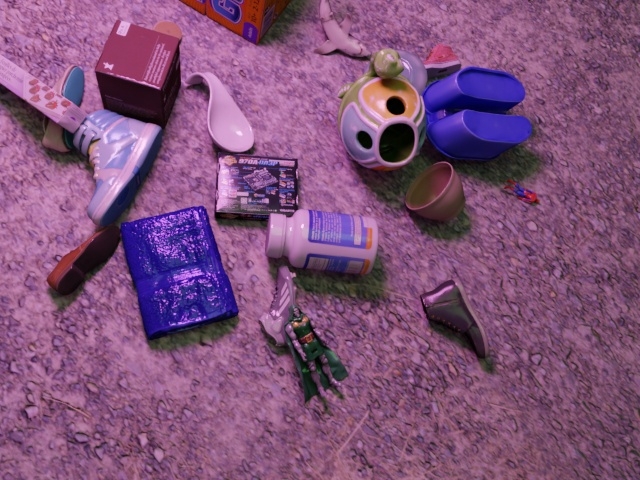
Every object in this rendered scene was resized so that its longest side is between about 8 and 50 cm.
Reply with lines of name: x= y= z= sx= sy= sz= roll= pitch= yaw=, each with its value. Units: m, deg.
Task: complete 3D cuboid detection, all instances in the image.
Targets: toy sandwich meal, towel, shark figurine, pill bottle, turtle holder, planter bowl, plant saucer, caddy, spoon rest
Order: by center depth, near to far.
towel: x=-0.349 y=0.070 z=1.496 sx=0.228 sy=0.076 sz=0.308 roll=-15 pitch=74 yaw=-17
pill bottle: x=0.000 y=0.000 z=1.555 sx=0.272 sy=0.152 sz=0.152 roll=7 pitch=69 yaw=-9
turtle holder: x=0.185 y=-0.334 z=1.618 sx=0.244 sy=0.320 sz=0.227 roll=16 pitch=29 yaw=-22
spoon rest: x=-0.276 y=-0.355 z=1.657 sx=0.137 sy=0.084 sz=0.276 roll=-19 pitch=72 yaw=-42
planter bowl: x=0.330 y=-0.120 z=1.679 sx=0.109 sy=0.162 sz=0.162 roll=39 pitch=64 yaw=-26
toy sandwich meal: x=-0.442 y=-0.595 z=1.753 sx=0.086 sy=0.029 sz=0.085 roll=5 pitch=70 yaw=-15
caddy: x=0.443 y=-0.358 z=1.763 sx=0.342 sy=0.179 sz=0.241 roll=-1 pitch=80 yaw=-30
plant saucer: x=0.221 y=-0.488 z=1.811 sx=0.195 sy=0.037 sz=0.194 roll=-2 pitch=78 yaw=8
shark figurine: x=0.040 y=-0.676 z=1.830 sx=0.166 sy=0.278 sz=0.116 roll=-13 pitch=29 yaw=13

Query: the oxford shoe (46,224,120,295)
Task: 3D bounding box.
oxford shoe: x=-0.575 y=0.033 z=1.470 sx=0.076 sy=0.076 sz=0.212 roll=21 pitch=56 yaw=31

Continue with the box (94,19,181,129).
box: x=-0.468 y=-0.426 z=1.588 sx=0.167 sy=0.203 sz=0.168 roll=16 pitch=68 yaw=-6

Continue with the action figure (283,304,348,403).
action figure: x=-0.025 y=0.259 z=1.467 sx=0.137 sy=0.063 sz=0.232 roll=-29 pitch=98 yaw=-31

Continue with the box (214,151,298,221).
box: x=-0.169 y=-0.140 z=1.626 sx=0.221 sy=0.051 sz=0.175 roll=3 pitch=69 yaw=-11

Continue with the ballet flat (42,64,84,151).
ballet flat: x=-0.678 y=-0.347 z=1.587 sx=0.086 sy=0.086 sz=0.248 roll=4 pitch=70 yaw=-10

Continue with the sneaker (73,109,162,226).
sneaker: x=-0.554 y=-0.194 z=1.529 sx=0.208 sy=0.127 sz=0.318 roll=23 pitch=57 yaw=-5

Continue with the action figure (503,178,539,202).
action figure: x=0.598 y=-0.141 z=1.799 sx=0.115 sy=0.030 sz=0.038 roll=27 pitch=72 yaw=-6

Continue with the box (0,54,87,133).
box: x=-0.722 y=-0.374 z=1.531 sx=0.324 sy=0.067 sz=0.063 roll=33 pitch=84 yaw=21

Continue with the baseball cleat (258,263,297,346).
baseball cleat: x=-0.106 y=0.160 z=1.516 sx=0.110 sy=0.072 sz=0.205 roll=-8 pitch=71 yaw=-15

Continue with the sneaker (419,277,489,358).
sneaker: x=0.350 y=0.220 z=1.596 sx=0.118 sy=0.083 sz=0.222 roll=-23 pitch=79 yaw=-3

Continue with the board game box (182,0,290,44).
board game box: x=-0.224 y=-0.868 z=1.720 sx=0.356 sy=0.356 sz=0.356 roll=31 pitch=67 yaw=1

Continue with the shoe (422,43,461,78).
shoe: x=0.347 y=-0.553 z=1.885 sx=0.178 sy=0.063 sz=0.081 roll=-17 pitch=72 yaw=-22
